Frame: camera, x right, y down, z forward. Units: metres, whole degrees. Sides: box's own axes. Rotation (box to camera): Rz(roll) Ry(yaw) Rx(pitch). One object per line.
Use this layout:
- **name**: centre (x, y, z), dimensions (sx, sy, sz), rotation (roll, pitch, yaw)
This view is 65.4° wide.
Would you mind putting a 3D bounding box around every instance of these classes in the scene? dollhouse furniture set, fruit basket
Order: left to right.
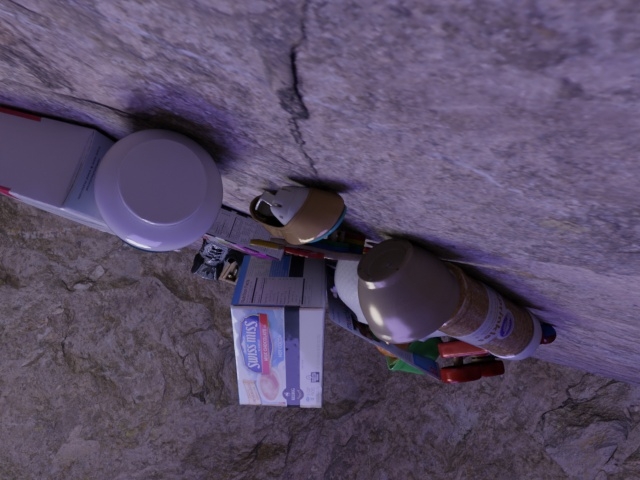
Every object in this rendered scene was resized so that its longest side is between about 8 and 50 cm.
- **dollhouse furniture set**: centre (-0.335, 0.049, 1.818), dimensions (0.129, 0.129, 0.183), rotation (24, -161, -33)
- **fruit basket**: centre (0.172, 0.206, 1.392), dimensions (0.353, 0.165, 0.327), rotation (35, -163, -14)

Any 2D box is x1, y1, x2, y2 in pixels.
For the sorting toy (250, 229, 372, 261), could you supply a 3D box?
- **sorting toy**: centre (0.000, 0.000, 0.851), dimensions (0.132, 0.046, 0.274), rotation (12, -177, 34)

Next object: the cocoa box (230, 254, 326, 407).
- **cocoa box**: centre (-0.102, 0.240, 1.329), dimensions (0.228, 0.347, 0.231), rotation (1, -149, 0)

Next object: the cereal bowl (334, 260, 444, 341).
- **cereal bowl**: centre (0.185, 0.145, 1.158), dimensions (0.339, 0.141, 0.339), rotation (17, 172, 2)

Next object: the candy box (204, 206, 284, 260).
- **candy box**: centre (-0.205, -0.025, 1.106), dimensions (0.233, 0.071, 0.159), rotation (22, 171, -23)

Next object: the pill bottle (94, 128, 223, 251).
- **pill bottle**: centre (-0.208, -0.057, 0.643), dimensions (0.146, 0.146, 0.264), rotation (21, 172, -18)

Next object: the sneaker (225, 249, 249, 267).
- **sneaker**: centre (-0.212, 0.063, 1.604), dimensions (0.235, 0.097, 0.084), rotation (14, 171, 26)

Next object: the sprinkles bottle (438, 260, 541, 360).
- **sprinkles bottle**: centre (0.307, 0.146, 0.962), dimensions (0.121, 0.121, 0.355), rotation (9, 168, 46)

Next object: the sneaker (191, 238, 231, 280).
- **sneaker**: centre (-0.304, 0.038, 1.442), dimensions (0.101, 0.153, 0.268), rotation (20, 172, -15)

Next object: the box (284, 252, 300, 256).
- **box**: centre (-0.078, 0.049, 1.500), dimensions (0.067, 0.018, 0.083), rotation (14, 171, 27)

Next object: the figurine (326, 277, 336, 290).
- **figurine**: centre (-0.020, 0.120, 1.667), dimensions (0.215, 0.092, 0.209), rotation (11, 177, 34)

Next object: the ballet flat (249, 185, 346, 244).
- **ballet flat**: centre (-0.046, -0.038, 0.676), dimensions (0.073, 0.080, 0.232), rotation (34, 166, -19)

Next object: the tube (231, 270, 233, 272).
- **tube**: centre (-0.215, 0.111, 1.894), dimensions (0.240, 0.062, 0.070), rotation (-10, -153, 11)

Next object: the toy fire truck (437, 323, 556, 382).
- **toy fire truck**: centre (0.448, 0.261, 1.268), dimensions (0.302, 0.169, 0.254), rotation (5, 163, -43)

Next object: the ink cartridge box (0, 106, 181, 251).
- **ink cartridge box**: centre (-0.392, -0.092, 0.858), dimensions (0.226, 0.131, 0.306), rotation (15, 173, 18)

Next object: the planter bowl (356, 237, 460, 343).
- **planter bowl**: centre (0.124, 0.065, 0.790), dimensions (0.162, 0.162, 0.109), rotation (8, 139, 51)
